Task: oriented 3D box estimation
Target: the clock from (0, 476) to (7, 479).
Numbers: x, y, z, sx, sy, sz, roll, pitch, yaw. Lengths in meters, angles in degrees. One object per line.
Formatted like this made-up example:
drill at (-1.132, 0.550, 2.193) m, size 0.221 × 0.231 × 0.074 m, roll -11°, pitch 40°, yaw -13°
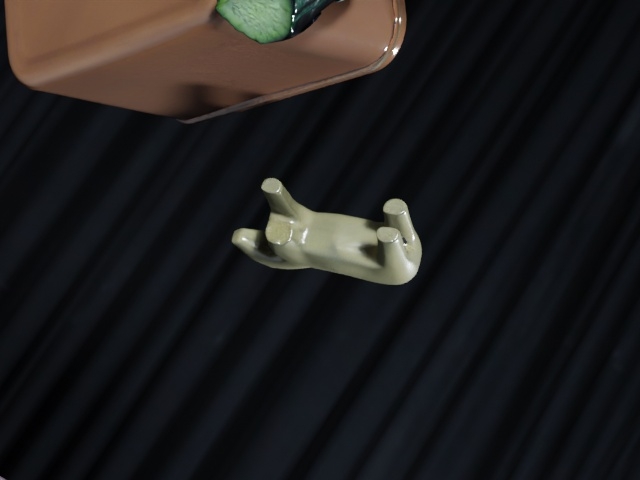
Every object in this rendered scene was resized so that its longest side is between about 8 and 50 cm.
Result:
clock at (-0.272, 0.297, 1.155) m, size 0.080 × 0.275 × 0.290 m, roll 28°, pitch -27°, yaw 7°

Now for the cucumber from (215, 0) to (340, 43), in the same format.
cucumber at (-0.006, -0.229, 1.469) m, size 0.115 × 0.193 × 0.086 m, roll -5°, pitch -62°, yaw 34°

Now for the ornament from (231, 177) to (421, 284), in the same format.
ornament at (0.000, 0.000, 1.963) m, size 0.230 × 0.061 × 0.245 m, roll 11°, pitch -17°, yaw 13°

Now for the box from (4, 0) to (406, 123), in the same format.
box at (-0.123, -0.266, 1.694) m, size 0.339 × 0.239 × 0.229 m, roll -12°, pitch -12°, yaw 42°
